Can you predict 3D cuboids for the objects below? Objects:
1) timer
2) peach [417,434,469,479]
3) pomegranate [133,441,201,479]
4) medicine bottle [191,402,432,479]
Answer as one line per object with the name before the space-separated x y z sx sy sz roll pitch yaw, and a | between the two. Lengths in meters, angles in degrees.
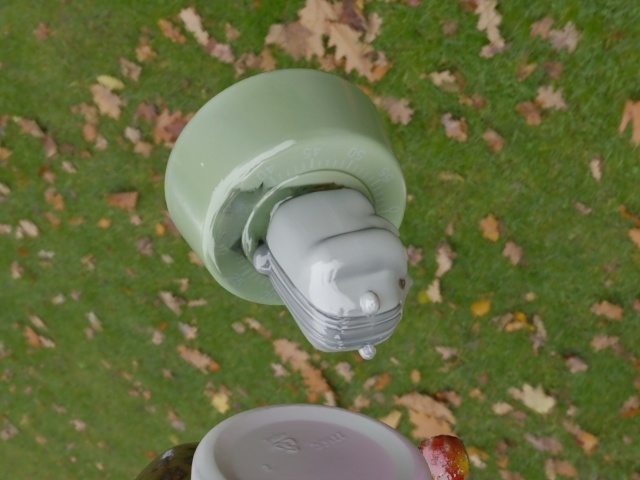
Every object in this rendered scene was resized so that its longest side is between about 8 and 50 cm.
timer | 0.000 0.000 1.071 0.315 0.291 0.290 -121 24 -45
peach | 0.188 0.318 1.381 0.050 0.077 0.083 -33 91 36
pomegranate | -0.084 0.295 0.881 0.248 0.202 0.202 5 132 1
medicine bottle | -0.016 0.243 0.543 0.134 0.133 0.274 16 111 27
